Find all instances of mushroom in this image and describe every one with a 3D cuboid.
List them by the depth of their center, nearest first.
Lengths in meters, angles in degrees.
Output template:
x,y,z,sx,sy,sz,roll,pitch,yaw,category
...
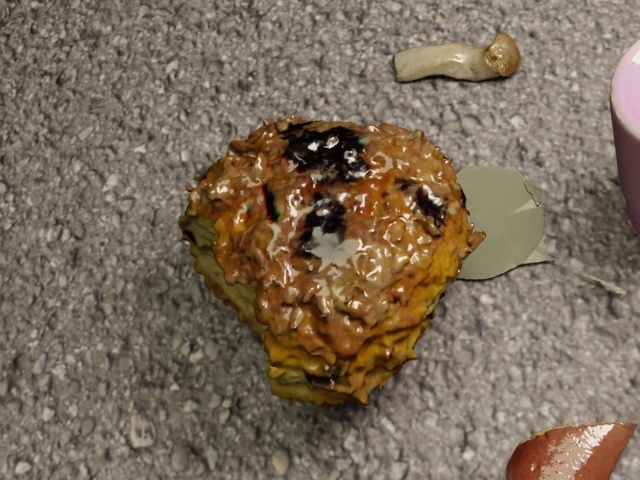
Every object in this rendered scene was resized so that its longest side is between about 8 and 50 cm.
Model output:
x,y,z,sx,sy,sz,roll,pitch,yaw,category
0.193,-0.266,1.545,0.202,0.054,0.059,2,61,28,mushroom

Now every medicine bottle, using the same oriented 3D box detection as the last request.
x,y,z,sx,sy,sz,roll,pitch,yaw,category
0.438,-0.105,1.224,0.178,0.290,0.178,-9,62,16,medicine bottle

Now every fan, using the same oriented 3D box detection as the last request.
x,y,z,sx,sy,sz,roll,pitch,yaw,category
0.270,0.005,1.395,0.310,0.010,0.182,31,78,33,fan

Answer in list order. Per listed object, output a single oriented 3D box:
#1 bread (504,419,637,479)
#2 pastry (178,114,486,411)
x,y,z,sx,sy,sz,roll,pitch,yaw,category
0.273,0.275,1.220,0.119,0.067,0.192,23,73,29,bread
0.017,-0.001,1.334,0.337,0.292,0.405,-30,47,-9,pastry
